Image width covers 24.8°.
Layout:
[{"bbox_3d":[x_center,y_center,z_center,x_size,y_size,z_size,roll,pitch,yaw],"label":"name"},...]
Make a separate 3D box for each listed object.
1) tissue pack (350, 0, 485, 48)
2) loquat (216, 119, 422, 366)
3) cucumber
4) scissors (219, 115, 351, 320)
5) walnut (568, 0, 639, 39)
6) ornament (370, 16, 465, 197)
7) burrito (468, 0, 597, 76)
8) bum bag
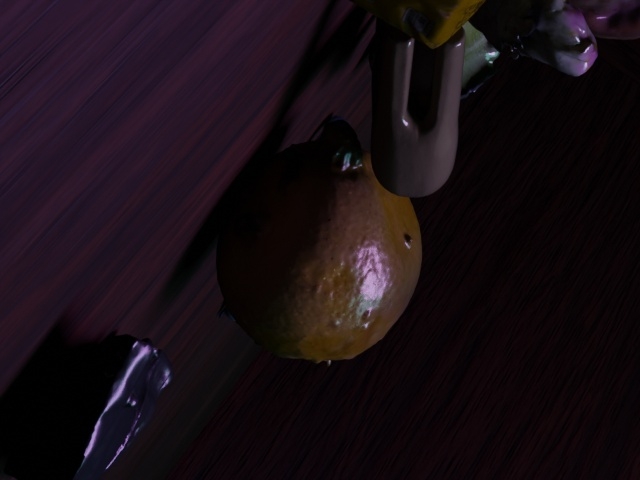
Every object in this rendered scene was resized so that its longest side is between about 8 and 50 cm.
[{"bbox_3d":[0.096,-0.212,0.870,0.120,0.082,0.169,-53,177,-40],"label":"tissue pack"},{"bbox_3d":[0.000,0.000,1.102,0.172,0.149,0.204,-45,148,-47],"label":"loquat"},{"bbox_3d":[0.108,-0.193,1.347,0.193,0.085,0.115,-50,130,-50],"label":"cucumber"},{"bbox_3d":[-0.051,0.006,1.457,0.180,0.032,0.393,-53,177,-27],"label":"scissors"},{"bbox_3d":[0.340,-0.343,1.638,0.273,0.273,0.227,-47,134,-70],"label":"walnut"},{"bbox_3d":[0.068,-0.133,1.072,0.245,0.061,0.230,93,0,-52],"label":"ornament"},{"bbox_3d":[0.133,-0.189,1.058,0.309,0.066,0.096,-113,-159,-68],"label":"burrito"},{"bbox_3d":[-0.141,0.107,0.878,0.123,0.060,0.248,-54,179,-9],"label":"bum bag"}]
